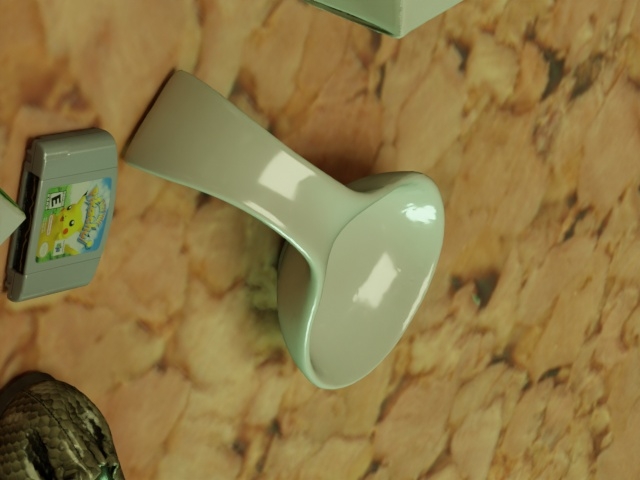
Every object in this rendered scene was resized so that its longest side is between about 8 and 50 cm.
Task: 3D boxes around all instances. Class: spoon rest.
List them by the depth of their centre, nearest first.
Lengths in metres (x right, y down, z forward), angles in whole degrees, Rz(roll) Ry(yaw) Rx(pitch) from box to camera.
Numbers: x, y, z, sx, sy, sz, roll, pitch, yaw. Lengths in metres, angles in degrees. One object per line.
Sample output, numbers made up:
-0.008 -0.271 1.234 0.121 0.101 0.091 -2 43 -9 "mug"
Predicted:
0.000 0.000 1.053 0.137 0.084 0.276 -60 146 -5 "spoon rest"

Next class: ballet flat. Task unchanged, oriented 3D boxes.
-0.119 0.168 1.028 0.084 0.058 0.250 -41 141 -29 "ballet flat"

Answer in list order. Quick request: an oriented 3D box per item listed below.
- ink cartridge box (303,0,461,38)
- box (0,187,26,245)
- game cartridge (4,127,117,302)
0.089 -0.265 0.948 0.306 0.131 0.226 -36 138 -38 "ink cartridge box"
-0.265 -0.017 0.556 0.231 0.127 0.262 -47 136 -4 "box"
-0.124 -0.013 0.934 0.056 0.017 0.083 -18 127 -53 "game cartridge"
